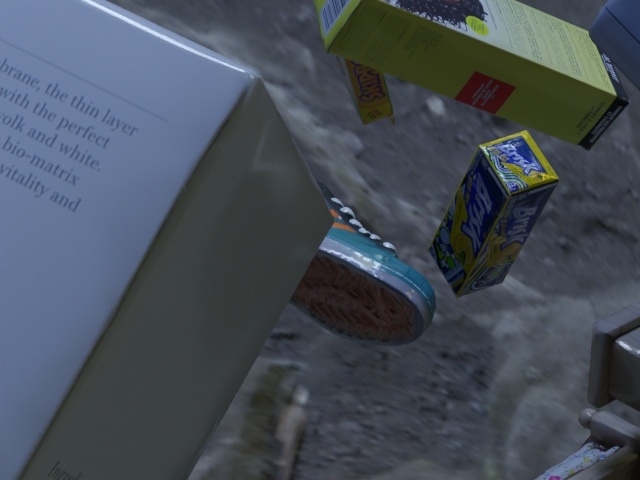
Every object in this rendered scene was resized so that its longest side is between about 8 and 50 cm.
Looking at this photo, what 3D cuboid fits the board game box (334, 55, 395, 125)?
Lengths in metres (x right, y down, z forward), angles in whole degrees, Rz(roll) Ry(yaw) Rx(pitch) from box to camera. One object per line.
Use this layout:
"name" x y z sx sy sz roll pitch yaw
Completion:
"board game box" 0.011 -0.200 1.472 0.039 0.259 0.124 -22 58 2

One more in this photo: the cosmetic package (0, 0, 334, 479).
"cosmetic package" -0.152 0.020 0.579 0.224 0.138 0.225 27 81 17

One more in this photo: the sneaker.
"sneaker" 0.000 0.000 1.770 0.302 0.108 0.121 23 48 33

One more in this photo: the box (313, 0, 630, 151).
"box" 0.109 -0.142 1.353 0.058 0.232 0.087 -53 32 32

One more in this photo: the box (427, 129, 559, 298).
"box" 0.151 -0.021 1.646 0.054 0.169 0.059 -18 63 -24

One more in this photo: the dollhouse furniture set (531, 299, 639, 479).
"dollhouse furniture set" 0.018 0.210 0.992 0.174 0.303 0.356 28 127 41

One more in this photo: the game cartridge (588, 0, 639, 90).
"game cartridge" 0.254 -0.079 0.864 0.198 0.297 0.062 46 127 21
